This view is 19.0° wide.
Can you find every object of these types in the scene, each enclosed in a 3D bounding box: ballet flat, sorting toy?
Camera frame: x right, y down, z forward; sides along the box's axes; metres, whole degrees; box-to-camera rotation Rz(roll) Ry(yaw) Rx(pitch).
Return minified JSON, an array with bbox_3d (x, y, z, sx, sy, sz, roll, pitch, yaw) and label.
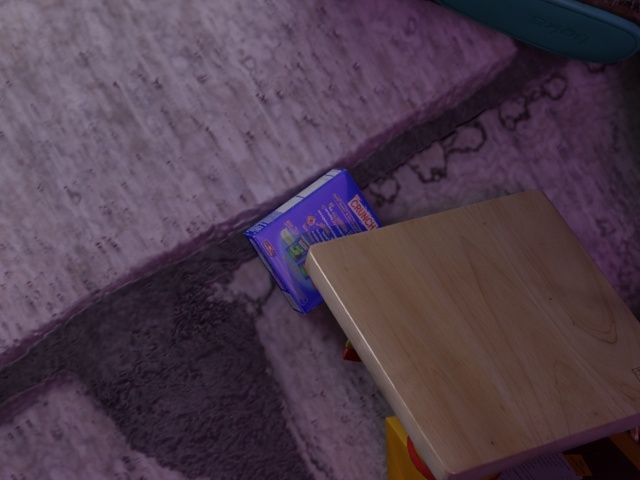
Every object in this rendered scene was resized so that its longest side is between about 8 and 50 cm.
[{"bbox_3d":[0.093,-0.286,1.699,0.483,0.164,0.182,9,72,-24],"label":"ballet flat"},{"bbox_3d":[0.146,0.098,1.696,0.255,0.257,0.089,-14,145,-27],"label":"sorting toy"}]

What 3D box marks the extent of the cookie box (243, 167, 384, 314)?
[{"bbox_3d":[0.000,0.000,1.742,0.107,0.040,0.092,-36,106,-11],"label":"cookie box"}]

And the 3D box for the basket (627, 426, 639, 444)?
[{"bbox_3d":[0.400,0.180,1.867,0.213,0.223,0.299,14,92,14],"label":"basket"}]

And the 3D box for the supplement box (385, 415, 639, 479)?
[{"bbox_3d":[0.184,0.239,1.736,0.194,0.191,0.129,-11,118,-16],"label":"supplement box"}]
